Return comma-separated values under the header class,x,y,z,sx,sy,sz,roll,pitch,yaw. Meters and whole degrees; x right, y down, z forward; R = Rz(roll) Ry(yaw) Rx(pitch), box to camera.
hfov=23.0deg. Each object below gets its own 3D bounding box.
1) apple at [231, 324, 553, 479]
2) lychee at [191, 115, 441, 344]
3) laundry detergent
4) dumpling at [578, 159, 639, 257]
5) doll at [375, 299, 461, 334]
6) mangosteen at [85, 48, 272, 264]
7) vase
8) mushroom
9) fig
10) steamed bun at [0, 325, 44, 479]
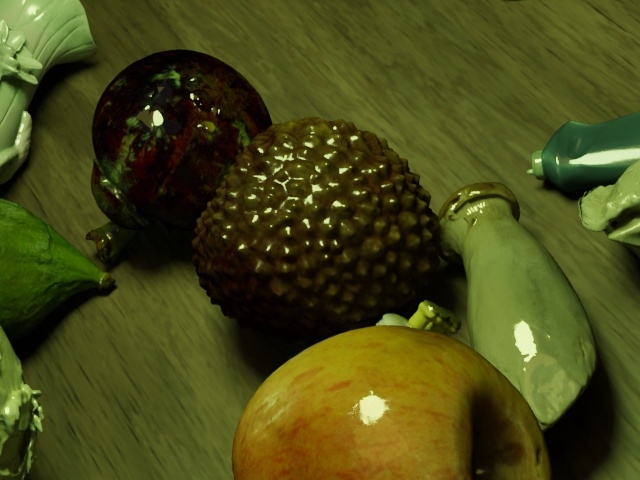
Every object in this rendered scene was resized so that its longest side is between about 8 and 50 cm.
class,x,y,z,sx,sy,sz,roll,pitch,yaw
apple,0.060,0.228,1.464,0.275,0.299,0.299,-20,44,27
lychee,0.000,0.000,1.722,0.267,0.267,0.267,-12,47,13
laundry detergent,0.335,-0.100,1.788,0.206,0.061,0.097,-9,53,17
dumpling,0.393,-0.040,1.672,0.247,0.142,0.172,-4,16,2
doll,0.061,0.149,1.643,0.207,0.129,0.081,-52,53,5
mangosteen,-0.191,-0.094,1.923,0.289,0.231,0.231,-45,38,28
vase,-0.489,-0.178,2.100,0.250,0.250,0.445,13,53,32
mushroom,0.205,0.071,1.650,0.128,0.128,0.350,-22,41,3
fig,-0.375,0.035,1.916,0.235,0.203,0.203,-7,40,-24
steamed bun,-0.448,0.184,1.723,0.312,0.233,0.334,35,106,51
